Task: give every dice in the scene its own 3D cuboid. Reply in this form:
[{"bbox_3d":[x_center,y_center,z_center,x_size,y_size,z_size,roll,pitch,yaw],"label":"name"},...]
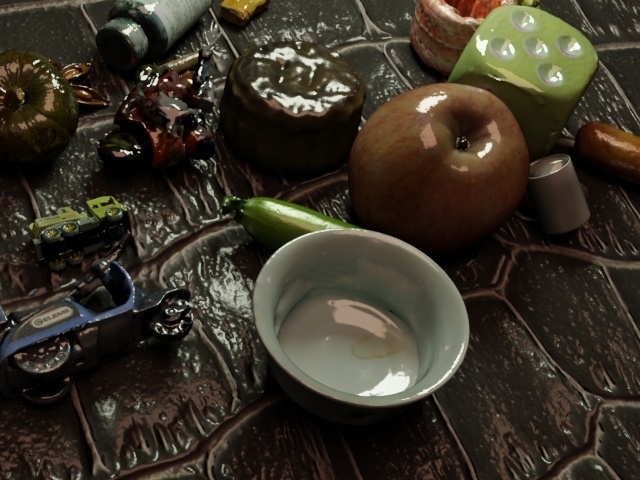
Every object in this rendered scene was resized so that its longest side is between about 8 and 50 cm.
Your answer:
[{"bbox_3d":[0.397,-0.305,2.019,0.250,0.252,0.254,30,54,9],"label":"dice"}]

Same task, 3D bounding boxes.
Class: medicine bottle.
[{"bbox_3d":[-0.350,-0.474,2.078,0.141,0.141,0.293,25,48,10],"label":"medicine bottle"}]

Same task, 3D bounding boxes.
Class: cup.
[{"bbox_3d":[0.053,0.160,1.598,0.347,0.163,0.347,6,48,-7],"label":"cup"},{"bbox_3d":[0.445,-0.091,1.928,0.099,0.133,0.136,-37,22,-27],"label":"cup"}]

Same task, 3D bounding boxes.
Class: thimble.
[{"bbox_3d":[0.323,-0.484,2.231,0.239,0.162,0.239,9,46,-9],"label":"thimble"}]

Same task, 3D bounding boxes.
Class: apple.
[{"bbox_3d":[0.224,-0.143,1.833,0.345,0.269,0.345,7,49,-8],"label":"apple"}]

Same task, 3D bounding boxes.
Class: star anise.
[{"bbox_3d":[-0.500,-0.301,1.952,0.157,0.053,0.212,-9,50,-19],"label":"star anise"}]

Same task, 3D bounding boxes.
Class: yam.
[{"bbox_3d":[-0.289,-0.370,2.075,0.145,0.032,0.032,-31,62,-34],"label":"yam"}]

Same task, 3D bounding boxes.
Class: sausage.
[{"bbox_3d":[0.663,-0.169,2.072,0.270,0.109,0.109,20,48,5],"label":"sausage"}]

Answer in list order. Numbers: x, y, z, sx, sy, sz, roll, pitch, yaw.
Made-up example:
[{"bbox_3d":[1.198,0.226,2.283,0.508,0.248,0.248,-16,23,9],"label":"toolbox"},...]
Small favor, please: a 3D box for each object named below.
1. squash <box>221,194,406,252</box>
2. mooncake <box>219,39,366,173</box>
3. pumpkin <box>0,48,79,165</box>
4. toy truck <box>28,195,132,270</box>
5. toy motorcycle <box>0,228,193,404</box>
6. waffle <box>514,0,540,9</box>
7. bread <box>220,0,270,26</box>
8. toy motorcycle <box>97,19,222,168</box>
[{"bbox_3d":[0.000,0.000,1.771,0.378,0.101,0.101,19,48,-1],"label":"squash"},{"bbox_3d":[-0.056,-0.273,1.957,0.290,0.161,0.290,6,46,-7],"label":"mooncake"},{"bbox_3d":[-0.547,-0.237,1.794,0.219,0.162,0.219,1,76,-6],"label":"pumpkin"},{"bbox_3d":[-0.421,-0.022,1.713,0.169,0.077,0.100,-22,44,-25],"label":"toy truck"},{"bbox_3d":[-0.381,0.120,1.562,0.358,0.125,0.212,-20,54,-28],"label":"toy motorcycle"},{"bbox_3d":[0.490,-0.491,2.259,0.054,0.223,0.204,-28,37,9],"label":"waffle"},{"bbox_3d":[-0.168,-0.537,2.234,0.074,0.053,0.132,31,48,14],"label":"bread"},{"bbox_3d":[-0.277,-0.272,1.925,0.207,0.134,0.401,15,49,0],"label":"toy motorcycle"}]
